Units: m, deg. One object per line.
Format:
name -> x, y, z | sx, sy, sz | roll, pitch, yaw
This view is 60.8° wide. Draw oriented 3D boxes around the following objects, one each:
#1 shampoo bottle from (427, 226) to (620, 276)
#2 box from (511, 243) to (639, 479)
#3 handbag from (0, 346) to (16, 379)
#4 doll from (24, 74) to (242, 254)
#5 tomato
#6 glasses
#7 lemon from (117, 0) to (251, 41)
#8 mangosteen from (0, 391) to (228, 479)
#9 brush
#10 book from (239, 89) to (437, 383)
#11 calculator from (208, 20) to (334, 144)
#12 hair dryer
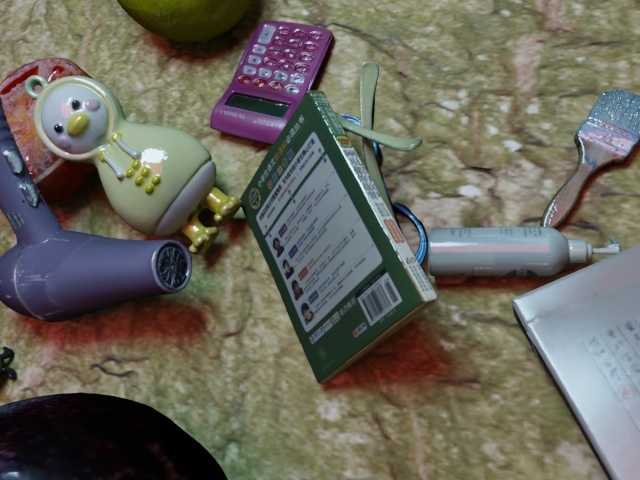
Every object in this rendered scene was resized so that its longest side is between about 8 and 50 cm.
shampoo bottle -> 0.216, 0.012, 0.589 | 0.195, 0.056, 0.056 | -1, 73, 18
box -> 0.342, 0.166, 0.462 | 0.204, 0.051, 0.365 | -26, 54, 9
handbag -> -0.484, 0.181, 0.754 | 0.111, 0.047, 0.072 | -19, 74, 11
doll -> -0.241, -0.102, 0.683 | 0.296, 0.117, 0.141 | 36, 100, -14
tomato -> -0.396, -0.153, 0.808 | 0.236, 0.095, 0.237 | -7, 68, 17
glasses -> 0.069, -0.087, 0.621 | 0.102, 0.207, 0.239 | -10, 66, -30
lemon -> -0.201, -0.375, 0.772 | 0.248, 0.184, 0.184 | 2, 74, 29
mangosteen -> -0.272, 0.307, 0.449 | 0.435, 0.382, 0.382 | 16, 76, -16
brush -> 0.302, -0.083, 0.615 | 0.070, 0.021, 0.196 | 34, 88, 22
book -> 0.000, 0.000, 0.610 | 0.202, 0.027, 0.264 | -50, 58, 44
calculator -> -0.064, -0.223, 0.763 | 0.126, 0.034, 0.190 | 17, 73, 22
hair dryer -> -0.331, -0.065, 0.641 | 0.301, 0.121, 0.361 | -6, 115, 29
